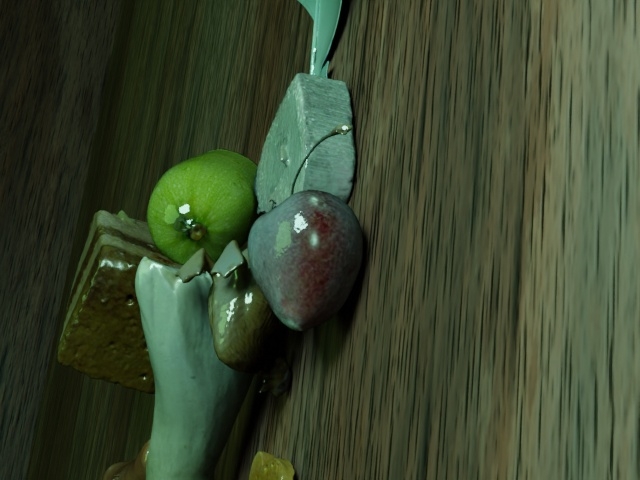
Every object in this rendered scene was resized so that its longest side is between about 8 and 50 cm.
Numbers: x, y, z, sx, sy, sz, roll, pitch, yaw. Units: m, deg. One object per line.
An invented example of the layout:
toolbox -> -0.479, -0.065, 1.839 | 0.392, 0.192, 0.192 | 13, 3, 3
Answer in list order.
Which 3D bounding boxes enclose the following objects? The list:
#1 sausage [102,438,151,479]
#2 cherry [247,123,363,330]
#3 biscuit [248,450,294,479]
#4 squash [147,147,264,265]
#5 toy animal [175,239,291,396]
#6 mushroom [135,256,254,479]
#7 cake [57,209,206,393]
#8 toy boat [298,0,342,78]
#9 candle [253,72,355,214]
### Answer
sausage -> -0.261, 0.347, 1.587 | 0.326, 0.079, 0.087 | 139, 130, -60
cherry -> -0.003, 0.005, 1.065 | 0.188, 0.115, 0.148 | -37, 23, 53
biscuit -> -0.057, 0.278, 1.152 | 0.140, 0.023, 0.118 | 123, 154, -44
squash -> -0.142, -0.038, 1.323 | 0.247, 0.132, 0.133 | -50, -22, -79
toy animal -> -0.065, 0.066, 1.192 | 0.089, 0.179, 0.188 | -11, 39, 33
mushroom -> -0.151, 0.182, 1.250 | 0.122, 0.159, 0.329 | -163, 78, -66
cake -> -0.275, 0.077, 1.661 | 0.293, 0.196, 0.199 | -111, 41, -66
toy boat -> -0.001, -0.317, 1.363 | 0.220, 0.067, 0.291 | 160, 119, -66
candle -> -0.017, -0.104, 1.239 | 0.192, 0.068, 0.169 | -162, 83, -70
